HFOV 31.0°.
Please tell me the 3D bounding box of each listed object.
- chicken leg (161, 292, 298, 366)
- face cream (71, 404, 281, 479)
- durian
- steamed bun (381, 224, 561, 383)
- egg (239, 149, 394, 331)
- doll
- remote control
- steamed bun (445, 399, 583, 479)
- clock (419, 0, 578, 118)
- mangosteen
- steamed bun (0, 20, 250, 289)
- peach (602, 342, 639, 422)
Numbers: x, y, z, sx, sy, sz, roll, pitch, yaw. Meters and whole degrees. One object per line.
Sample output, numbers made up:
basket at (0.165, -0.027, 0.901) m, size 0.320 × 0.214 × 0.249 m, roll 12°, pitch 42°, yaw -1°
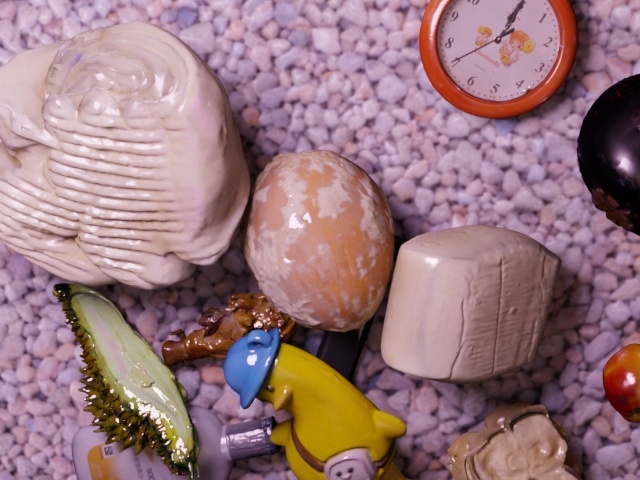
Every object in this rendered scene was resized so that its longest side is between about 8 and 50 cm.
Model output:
chicken leg at (-0.130, 0.128, 1.592) m, size 0.207 × 0.101 × 0.085 m, roll -18°, pitch 72°, yaw 16°
face cream at (-0.202, 0.307, 1.644) m, size 0.291 × 0.071 × 0.144 m, roll -11°, pitch 100°, yaw 5°
durian at (-0.257, 0.210, 1.579) m, size 0.132 × 0.106 × 0.375 m, roll -30°, pitch 70°, yaw -26°
steamed bun at (0.186, 0.075, 1.510) m, size 0.250 × 0.155 × 0.200 m, roll -4°, pitch 108°, yaw -42°
egg at (0.000, 0.000, 1.491) m, size 0.203 × 0.203 × 0.245 m, roll -20°, pitch 82°, yaw 7°
doll at (0.009, 0.239, 1.544) m, size 0.199 × 0.145 × 0.363 m, roll -19°, pitch 126°, yaw 26°
remote control at (0.046, 0.100, 1.609) m, size 0.063 × 0.025 × 0.245 m, roll 19°, pitch 103°, yaw 2°
steamed bun at (0.267, 0.328, 1.616) m, size 0.192 × 0.106 × 0.177 m, roll -33°, pitch 96°, yaw 1°
clock at (0.231, -0.260, 1.498) m, size 0.205 × 0.051 × 0.205 m, roll 1°, pitch 103°, yaw 3°
mangosteen at (0.440, -0.112, 1.452) m, size 0.243 × 0.243 × 0.243 m, roll 1°, pitch 104°, yaw 2°
steamed bun at (-0.251, -0.120, 1.461) m, size 0.339 × 0.247 × 0.352 m, roll 3°, pitch 127°, yaw 14°
peach at (0.438, 0.194, 1.582) m, size 0.101 × 0.101 × 0.101 m, roll 1°, pitch 104°, yaw 2°
